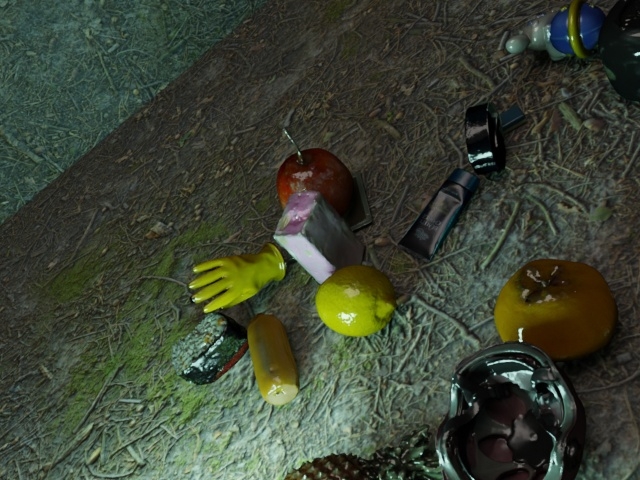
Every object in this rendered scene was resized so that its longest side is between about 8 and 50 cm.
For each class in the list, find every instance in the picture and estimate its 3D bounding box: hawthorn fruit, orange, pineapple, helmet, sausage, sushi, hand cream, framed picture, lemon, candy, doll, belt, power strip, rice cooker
[{"bbox_3d":[-0.023,-0.154,1.936,0.235,0.263,0.231,39,105,21],"label":"hawthorn fruit"},{"bbox_3d":[0.488,0.145,1.361,0.248,0.183,0.249,-21,44,22],"label":"orange"},{"bbox_3d":[0.082,0.494,1.361,0.361,0.175,0.175,-30,42,-2],"label":"pineapple"},{"bbox_3d":[0.376,0.373,1.244,0.270,0.197,0.339,-14,54,38],"label":"helmet"},{"bbox_3d":[-0.135,0.291,1.759,0.112,0.112,0.328,-33,40,9],"label":"sausage"},{"bbox_3d":[-0.312,0.306,1.856,0.225,0.126,0.136,-37,42,7],"label":"sushi"},{"bbox_3d":[0.324,-0.069,1.766,0.120,0.061,0.271,31,84,42],"label":"hand cream"},{"bbox_3d":[0.015,-0.073,2.014,0.293,0.018,0.231,-26,44,17],"label":"framed picture"},{"bbox_3d":[0.089,0.152,1.649,0.244,0.187,0.187,4,58,38],"label":"lemon"},{"bbox_3d":[0.000,0.000,1.781,0.115,0.265,0.156,0,55,39],"label":"candy"},{"bbox_3d":[0.701,-0.598,1.881,0.242,0.160,0.311,-19,21,40],"label":"doll"},{"bbox_3d":[0.447,-0.277,1.764,0.078,0.151,0.199,-11,77,31],"label":"belt"},{"bbox_3d":[0.514,-0.328,1.851,0.123,0.032,0.056,-29,43,14],"label":"power strip"},{"bbox_3d":[0.828,-0.487,1.612,0.267,0.224,0.267,-18,46,20],"label":"rice cooker"}]

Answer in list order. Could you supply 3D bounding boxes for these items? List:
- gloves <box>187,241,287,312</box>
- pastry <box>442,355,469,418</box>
[{"bbox_3d":[-0.247,0.106,1.870,0.294,0.116,0.133,-22,73,-33],"label":"gloves"},{"bbox_3d":[0.325,0.336,1.414,0.087,0.063,0.170,-16,48,54],"label":"pastry"}]
